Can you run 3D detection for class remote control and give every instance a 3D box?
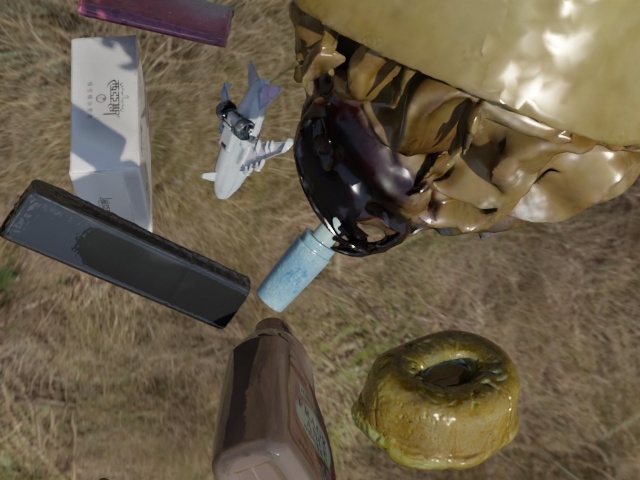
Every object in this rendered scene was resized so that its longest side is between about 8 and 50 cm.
[{"bbox_3d":[-0.164,0.018,0.926,0.245,0.025,0.063,27,102,-38],"label":"remote control"}]

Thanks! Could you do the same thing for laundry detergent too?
[{"bbox_3d":[-0.031,0.176,0.931,0.076,0.237,0.171,-20,113,8],"label":"laundry detergent"}]

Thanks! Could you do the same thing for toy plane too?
[{"bbox_3d":[-0.097,-0.126,1.284,0.065,0.162,0.171,12,114,-42],"label":"toy plane"}]

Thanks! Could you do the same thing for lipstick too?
[{"bbox_3d":[0.000,0.000,1.755,0.068,0.061,0.274,36,102,-21],"label":"lipstick"}]

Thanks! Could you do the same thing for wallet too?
[{"bbox_3d":[-0.252,-0.356,1.631,0.232,0.119,0.025,12,127,-8],"label":"wallet"}]

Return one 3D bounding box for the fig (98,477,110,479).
[{"bbox_3d":[-0.155,0.223,0.702,0.089,0.125,0.089,3,134,3],"label":"fig"}]

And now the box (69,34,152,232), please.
[{"bbox_3d":[-0.326,-0.163,1.659,0.111,0.194,0.260,-3,60,-3],"label":"box"}]

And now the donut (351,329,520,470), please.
[{"bbox_3d":[0.186,0.235,1.569,0.261,0.208,0.128,-21,131,-42],"label":"donut"}]

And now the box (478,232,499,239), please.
[{"bbox_3d":[0.243,-0.145,1.450,0.153,0.188,0.252,-29,88,19],"label":"box"}]

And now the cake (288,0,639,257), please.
[{"bbox_3d":[0.101,-0.118,0.761,0.332,0.332,0.321,18,112,-13],"label":"cake"}]
